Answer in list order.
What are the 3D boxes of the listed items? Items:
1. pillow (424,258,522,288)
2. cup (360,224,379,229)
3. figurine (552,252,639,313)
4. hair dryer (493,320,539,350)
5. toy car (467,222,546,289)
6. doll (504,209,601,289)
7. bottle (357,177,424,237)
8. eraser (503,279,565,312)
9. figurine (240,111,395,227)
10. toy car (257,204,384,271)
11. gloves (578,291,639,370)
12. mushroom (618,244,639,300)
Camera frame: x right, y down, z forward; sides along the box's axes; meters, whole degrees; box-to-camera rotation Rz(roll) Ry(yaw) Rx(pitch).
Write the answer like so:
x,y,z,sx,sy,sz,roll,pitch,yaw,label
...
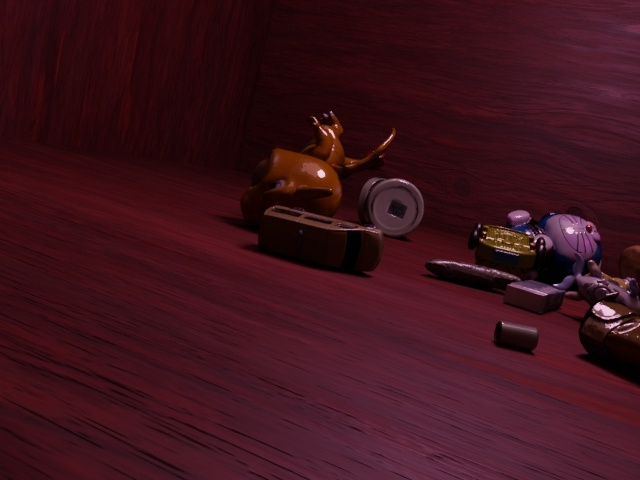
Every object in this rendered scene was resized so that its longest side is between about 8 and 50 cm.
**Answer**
x,y,z,sx,sy,sz,roll,pitch,yaw,label
0.371,0.083,1.596,0.241,0.051,0.093,10,-2,0,pillow
0.099,0.001,1.681,0.100,0.078,0.077,-25,-16,40,cup
0.646,0.121,1.469,0.208,0.128,0.184,37,14,23,figurine
0.309,0.149,1.070,0.063,0.038,0.124,13,2,-1,hair dryer
0.495,0.048,1.750,0.200,0.142,0.248,15,17,16,toy car
0.737,0.027,2.042,0.310,0.240,0.284,-2,52,-15,doll
0.254,-0.134,2.425,0.229,0.229,0.352,13,7,-2,bottle
0.501,0.129,1.508,0.092,0.046,0.212,18,8,30,eraser
-0.006,-0.174,1.733,0.268,0.401,0.387,46,39,-14,figurine
0.000,0.000,1.361,0.256,0.101,0.124,14,12,14,toy car
0.576,0.169,0.996,0.331,0.141,0.154,7,-26,48,gloves
0.808,0.120,1.505,0.278,0.146,0.278,57,-1,2,mushroom
